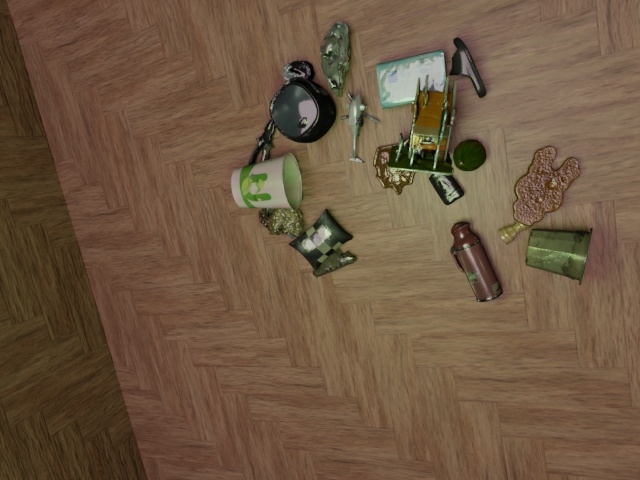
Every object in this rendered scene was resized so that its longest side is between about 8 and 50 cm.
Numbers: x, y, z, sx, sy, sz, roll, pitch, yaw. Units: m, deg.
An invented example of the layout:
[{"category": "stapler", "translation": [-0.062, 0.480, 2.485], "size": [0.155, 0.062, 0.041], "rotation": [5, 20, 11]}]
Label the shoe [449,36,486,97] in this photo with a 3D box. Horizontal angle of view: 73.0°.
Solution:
[{"category": "shoe", "translation": [0.533, -0.633, 1.621], "size": [0.093, 0.108, 0.241], "rotation": [-26, 95, 23]}]

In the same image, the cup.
[{"category": "cup", "translation": [-0.240, -0.253, 1.949], "size": [0.273, 0.253, 0.254], "rotation": [-4, 102, 17]}]

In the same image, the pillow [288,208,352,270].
[{"category": "pillow", "translation": [0.000, 0.000, 1.995], "size": [0.249, 0.106, 0.186], "rotation": [-41, 96, 13]}]

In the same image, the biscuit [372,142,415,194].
[{"category": "biscuit", "translation": [0.317, -0.299, 1.835], "size": [0.182, 0.034, 0.216], "rotation": [-7, 100, 24]}]

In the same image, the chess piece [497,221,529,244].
[{"category": "chess piece", "translation": [0.766, -0.043, 1.698], "size": [0.122, 0.066, 0.066], "rotation": [-37, 87, 20]}]

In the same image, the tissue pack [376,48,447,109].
[{"category": "tissue pack", "translation": [0.363, -0.631, 1.705], "size": [0.262, 0.089, 0.177], "rotation": [-4, 104, 22]}]

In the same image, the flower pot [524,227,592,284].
[{"category": "flower pot", "translation": [0.876, 0.045, 1.600], "size": [0.202, 0.212, 0.213], "rotation": [10, 107, 28]}]

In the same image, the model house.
[{"category": "model house", "translation": [0.375, -0.426, 1.563], "size": [0.242, 0.358, 0.313], "rotation": [6, 117, 12]}]

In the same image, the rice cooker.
[{"category": "rice cooker", "translation": [-0.072, -0.547, 1.834], "size": [0.266, 0.224, 0.268], "rotation": [7, 107, 22]}]

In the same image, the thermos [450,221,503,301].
[{"category": "thermos", "translation": [0.622, 0.078, 1.772], "size": [0.109, 0.136, 0.331], "rotation": [-25, 93, -2]}]

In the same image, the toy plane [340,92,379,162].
[{"category": "toy plane", "translation": [0.139, -0.473, 1.831], "size": [0.181, 0.107, 0.273], "rotation": [31, 117, 19]}]

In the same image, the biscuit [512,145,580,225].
[{"category": "biscuit", "translation": [0.828, -0.196, 1.623], "size": [0.185, 0.044, 0.295], "rotation": [35, 103, 15]}]

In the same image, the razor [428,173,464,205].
[{"category": "razor", "translation": [0.510, -0.222, 1.761], "size": [0.090, 0.054, 0.148], "rotation": [-35, 87, 26]}]

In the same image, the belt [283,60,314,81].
[{"category": "belt", "translation": [-0.095, -0.729, 1.890], "size": [0.139, 0.058, 0.106], "rotation": [6, 111, 18]}]

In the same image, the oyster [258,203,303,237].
[{"category": "oyster", "translation": [-0.186, -0.107, 2.070], "size": [0.259, 0.092, 0.198], "rotation": [45, 112, 10]}]

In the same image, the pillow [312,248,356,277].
[{"category": "pillow", "translation": [0.054, 0.098, 2.038], "size": [0.241, 0.051, 0.093], "rotation": [-25, 84, 28]}]

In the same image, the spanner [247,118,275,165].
[{"category": "spanner", "translation": [-0.275, -0.428, 2.043], "size": [0.095, 0.040, 0.325], "rotation": [31, 109, 20]}]

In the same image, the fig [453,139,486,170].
[{"category": "fig", "translation": [0.565, -0.322, 1.658], "size": [0.123, 0.156, 0.124], "rotation": [9, 110, 25]}]

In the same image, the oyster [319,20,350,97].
[{"category": "oyster", "translation": [0.075, -0.757, 1.794], "size": [0.199, 0.087, 0.252], "rotation": [-32, 82, 36]}]
